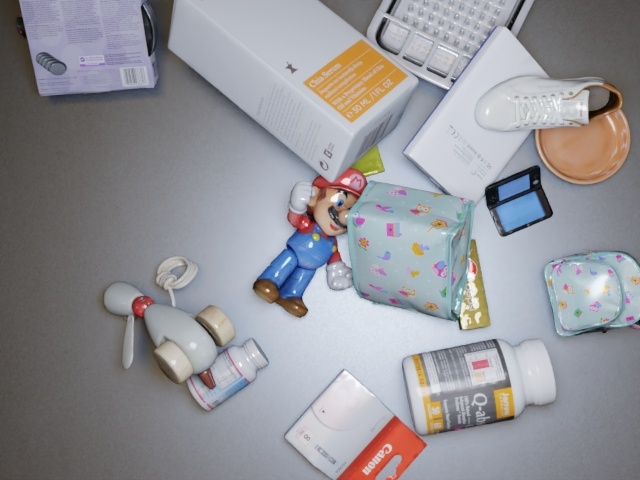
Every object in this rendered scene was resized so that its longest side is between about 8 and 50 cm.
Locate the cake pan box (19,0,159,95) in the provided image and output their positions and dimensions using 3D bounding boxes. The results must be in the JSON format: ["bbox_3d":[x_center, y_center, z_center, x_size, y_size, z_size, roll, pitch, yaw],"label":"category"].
[{"bbox_3d":[-0.478,-0.435,1.805,0.267,0.070,0.245,-4,118,3],"label":"cake pan box"}]

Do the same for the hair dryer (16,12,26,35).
[{"bbox_3d":[-0.528,-0.560,1.868,0.294,0.080,0.223,-2,84,2],"label":"hair dryer"}]

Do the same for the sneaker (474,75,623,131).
[{"bbox_3d":[0.453,-0.271,1.699,0.290,0.123,0.105,-12,110,-7],"label":"sneaker"}]

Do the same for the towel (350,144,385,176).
[{"bbox_3d":[0.055,-0.245,1.840,0.102,0.021,0.237,-18,84,2],"label":"towel"}]

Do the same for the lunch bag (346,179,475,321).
[{"bbox_3d":[0.177,0.034,1.701,0.223,0.262,0.160,12,41,20],"label":"lunch bag"}]

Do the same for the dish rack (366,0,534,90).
[{"bbox_3d":[0.281,-0.482,1.826,0.286,0.072,0.332,26,87,6],"label":"dish rack"}]

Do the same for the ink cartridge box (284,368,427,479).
[{"bbox_3d":[0.073,0.406,1.765,0.232,0.066,0.189,42,88,10],"label":"ink cartridge box"}]

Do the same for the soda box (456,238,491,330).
[{"bbox_3d":[0.302,0.092,1.779,0.061,0.058,0.181,-10,85,2],"label":"soda box"}]

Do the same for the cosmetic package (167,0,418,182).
[{"bbox_3d":[-0.059,-0.355,1.727,0.453,0.161,0.230,40,56,10],"label":"cosmetic package"}]

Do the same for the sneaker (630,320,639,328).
[{"bbox_3d":[0.699,0.111,1.748,0.072,0.077,0.178,39,87,4],"label":"sneaker"}]

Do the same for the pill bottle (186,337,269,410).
[{"bbox_3d":[-0.188,0.271,1.772,0.160,0.087,0.087,-34,84,-1],"label":"pill bottle"}]

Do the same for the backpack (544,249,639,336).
[{"bbox_3d":[0.547,0.101,1.706,0.188,0.144,0.165,-11,83,16],"label":"backpack"}]

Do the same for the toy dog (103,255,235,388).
[{"bbox_3d":[-0.299,0.193,1.735,0.220,0.333,0.161,-23,125,-14],"label":"toy dog"}]

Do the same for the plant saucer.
[{"bbox_3d":[0.540,-0.213,1.797,0.200,0.037,0.200,0,87,-4],"label":"plant saucer"}]

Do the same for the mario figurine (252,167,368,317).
[{"bbox_3d":[0.000,0.000,1.740,0.170,0.198,0.320,31,91,18],"label":"mario figurine"}]

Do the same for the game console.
[{"bbox_3d":[0.411,-0.081,1.785,0.122,0.107,0.071,-23,56,0],"label":"game console"}]

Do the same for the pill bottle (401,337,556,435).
[{"bbox_3d":[0.309,0.283,1.710,0.278,0.162,0.162,-11,84,2],"label":"pill bottle"}]

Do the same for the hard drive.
[{"bbox_3d":[0.331,-0.243,1.762,0.210,0.040,0.318,38,87,-31],"label":"hard drive"}]
